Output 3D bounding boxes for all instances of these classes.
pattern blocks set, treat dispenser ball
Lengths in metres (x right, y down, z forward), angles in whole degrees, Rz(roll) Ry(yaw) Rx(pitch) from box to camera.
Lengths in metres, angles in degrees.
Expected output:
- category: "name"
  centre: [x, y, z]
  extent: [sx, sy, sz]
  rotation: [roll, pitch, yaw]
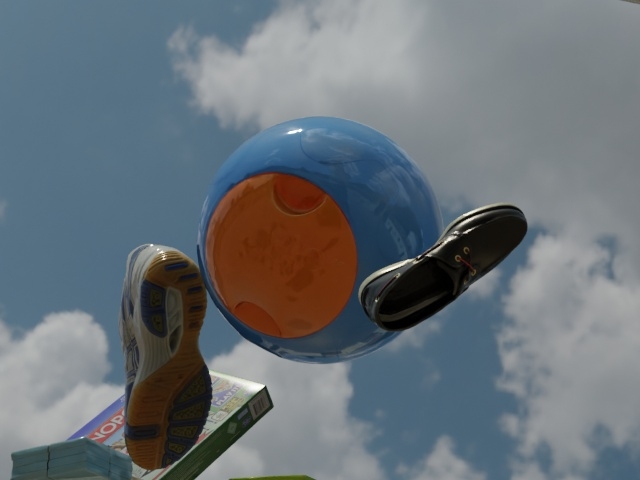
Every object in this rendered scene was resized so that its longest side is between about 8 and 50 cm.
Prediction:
- category: "pattern blocks set"
  centre: [-0.124, 0.189, 0.708]
  extent: [0.285, 0.026, 0.325]
  rotation: [-20, -31, 27]
- category: "treat dispenser ball"
  centre: [0.000, 0.000, 1.320]
  extent: [0.288, 0.288, 0.288]
  rotation: [8, -51, 10]

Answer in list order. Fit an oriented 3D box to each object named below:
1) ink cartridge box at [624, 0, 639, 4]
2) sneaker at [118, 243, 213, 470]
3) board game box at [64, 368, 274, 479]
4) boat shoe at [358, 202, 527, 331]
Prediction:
- category: "ink cartridge box"
  centre: [0.109, -0.325, 0.722]
  extent: [0.279, 0.384, 0.160]
  rotation: [5, -50, -20]
- category: "sneaker"
  centre: [-0.211, 0.148, 1.482]
  extent: [0.112, 0.131, 0.296]
  rotation: [2, -78, -29]
- category: "board game box"
  centre: [-0.248, 0.291, 1.605]
  extent: [0.213, 0.317, 0.046]
  rotation: [10, -53, 40]
- category: "boat shoe"
  centre: [0.090, 0.020, 0.789]
  extent: [0.133, 0.042, 0.049]
  rotation: [-30, -65, -3]
